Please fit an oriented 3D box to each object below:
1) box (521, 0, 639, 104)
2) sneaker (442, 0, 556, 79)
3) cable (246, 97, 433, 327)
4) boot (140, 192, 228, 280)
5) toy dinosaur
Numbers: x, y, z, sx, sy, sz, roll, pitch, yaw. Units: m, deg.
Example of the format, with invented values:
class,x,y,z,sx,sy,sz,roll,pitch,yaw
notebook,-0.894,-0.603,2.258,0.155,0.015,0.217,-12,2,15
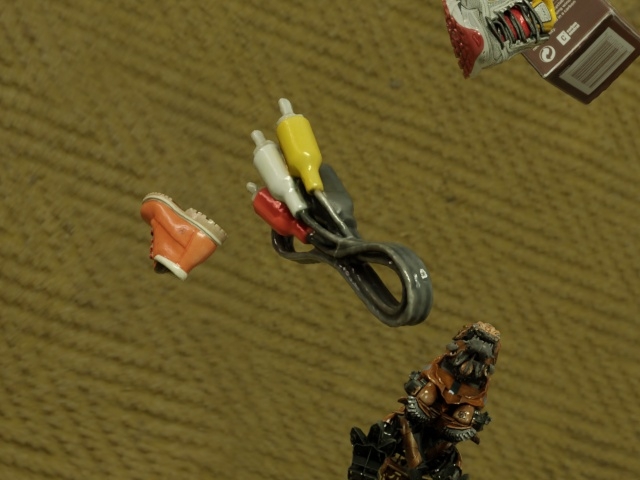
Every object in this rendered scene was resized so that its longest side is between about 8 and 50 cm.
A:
class,x,y,z,sx,sy,sz,roll,pitch,yaw
box,0.301,-0.394,1.751,0.143,0.191,0.381,-46,64,18
sneaker,0.189,-0.230,1.218,0.225,0.092,0.088,-44,118,-61
cable,0.000,0.000,1.035,0.072,0.287,0.139,4,124,-27
boot,-0.184,-0.004,1.394,0.085,0.158,0.059,-54,128,-9
toy dinosaur,0.131,0.256,1.438,0.164,0.218,0.322,10,111,11
